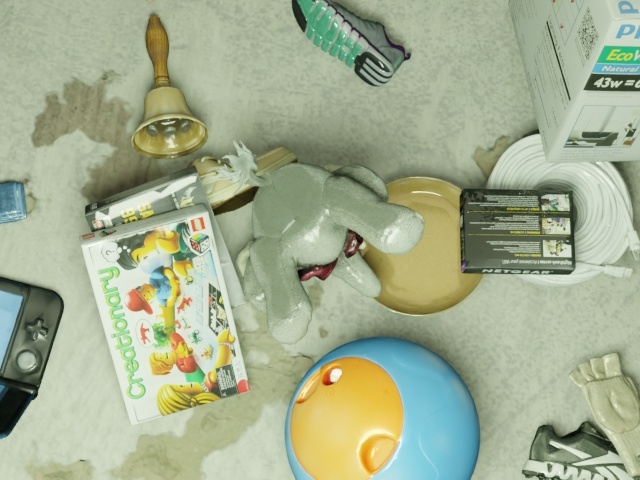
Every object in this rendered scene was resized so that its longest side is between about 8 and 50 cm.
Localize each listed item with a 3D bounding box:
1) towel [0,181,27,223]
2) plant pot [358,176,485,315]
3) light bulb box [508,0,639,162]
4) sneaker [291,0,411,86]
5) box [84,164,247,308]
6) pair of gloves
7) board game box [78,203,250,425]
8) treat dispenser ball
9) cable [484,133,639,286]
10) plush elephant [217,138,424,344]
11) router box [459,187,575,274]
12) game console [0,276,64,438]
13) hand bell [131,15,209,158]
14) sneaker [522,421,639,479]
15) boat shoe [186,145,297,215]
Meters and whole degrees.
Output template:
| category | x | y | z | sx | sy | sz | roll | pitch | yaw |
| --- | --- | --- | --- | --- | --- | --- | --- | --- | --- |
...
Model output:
| category | x | y | z | sx | sy | sz | roll | pitch | yaw |
| --- | --- | --- | --- | --- | --- | --- | --- | --- | --- |
| towel | -0.533 | -0.058 | 1.794 | 0.119 | 0.029 | 0.067 | -8 | 76 | -9 |
| plant pot | 0.163 | 0.011 | 1.845 | 0.236 | 0.032 | 0.236 | -1 | 74 | 5 |
| light bulb box | 0.476 | -0.368 | 1.790 | 0.225 | 0.361 | 0.358 | -3 | 61 | -8 |
| sneaker | 0.051 | -0.363 | 1.936 | 0.223 | 0.083 | 0.098 | 44 | 52 | 3 |
| box | -0.237 | 0.023 | 1.732 | 0.183 | 0.056 | 0.231 | -20 | 111 | -5 |
| pair of gloves | 0.536 | 0.258 | 1.822 | 0.240 | 0.042 | 0.204 | -20 | 73 | -28 |
| board game box | -0.233 | 0.114 | 1.699 | 0.193 | 0.053 | 0.305 | -16 | 110 | -10 |
| treat dispenser ball | 0.091 | 0.286 | 1.651 | 0.288 | 0.288 | 0.288 | 2 | 75 | -7 |
| cable | 0.396 | -0.050 | 1.880 | 0.257 | 0.089 | 0.257 | -1 | 75 | -6 |
| plush elephant | 0.000 | 0.000 | 1.720 | 0.272 | 0.255 | 0.330 | -46 | 60 | 4 |
| router box | 0.314 | -0.014 | 1.791 | 0.178 | 0.046 | 0.133 | 1 | 76 | -1 |
| game console | -0.560 | 0.149 | 1.664 | 0.293 | 0.173 | 0.250 | 15 | 75 | -4 |
| hand bell | -0.265 | -0.271 | 1.859 | 0.126 | 0.126 | 0.242 | -8 | 65 | -9 |
| sneaker | 0.443 | 0.346 | 1.788 | 0.234 | 0.078 | 0.106 | 11 | 77 | -2 |
| boat shoe | -0.183 | -0.090 | 1.810 | 0.302 | 0.109 | 0.098 | -27 | 82 | -7 |
